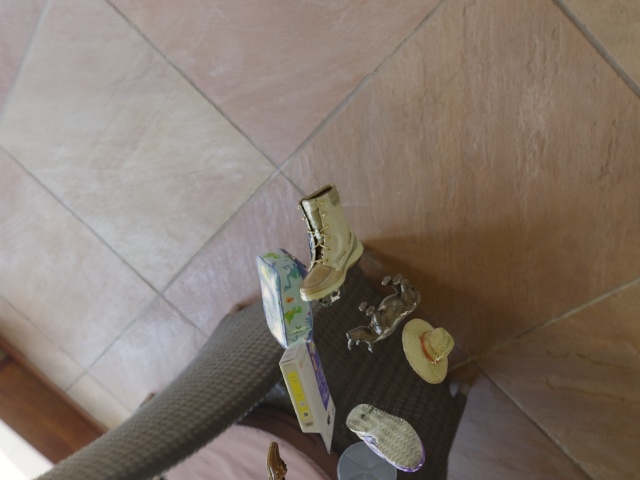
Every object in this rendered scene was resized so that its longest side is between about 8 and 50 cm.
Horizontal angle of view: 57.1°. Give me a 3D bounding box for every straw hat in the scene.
[{"bbox_3d":[0.233,0.209,1.182,0.144,0.144,0.061,48,127,-10],"label":"straw hat"}]

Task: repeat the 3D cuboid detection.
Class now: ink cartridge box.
[{"bbox_3d":[-0.033,0.465,1.847,0.072,0.303,0.307,-15,96,7],"label":"ink cartridge box"}]

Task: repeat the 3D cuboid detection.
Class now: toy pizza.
[{"bbox_3d":[0.157,0.786,1.994,0.201,0.201,0.032,19,148,14],"label":"toy pizza"}]

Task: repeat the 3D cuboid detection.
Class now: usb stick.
[{"bbox_3d":[0.012,0.031,1.335,0.045,0.077,0.278,29,139,41],"label":"usb stick"}]

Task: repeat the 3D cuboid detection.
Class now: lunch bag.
[{"bbox_3d":[-0.089,0.137,1.442,0.176,0.090,0.219,32,132,60],"label":"lunch bag"}]

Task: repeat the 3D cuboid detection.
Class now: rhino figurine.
[{"bbox_3d":[0.154,0.194,1.484,0.106,0.073,0.243,35,104,-22],"label":"rhino figurine"}]

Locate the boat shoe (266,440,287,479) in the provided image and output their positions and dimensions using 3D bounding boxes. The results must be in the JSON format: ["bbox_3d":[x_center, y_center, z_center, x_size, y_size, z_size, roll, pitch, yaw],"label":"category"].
[{"bbox_3d":[-0.131,0.704,1.824,0.060,0.064,0.178,0,103,9],"label":"boat shoe"}]

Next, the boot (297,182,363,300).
[{"bbox_3d":[0.000,0.000,1.115,0.077,0.213,0.165,-7,117,33],"label":"boot"}]

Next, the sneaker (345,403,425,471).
[{"bbox_3d":[0.196,0.531,1.536,0.146,0.102,0.293,51,165,-23],"label":"sneaker"}]
